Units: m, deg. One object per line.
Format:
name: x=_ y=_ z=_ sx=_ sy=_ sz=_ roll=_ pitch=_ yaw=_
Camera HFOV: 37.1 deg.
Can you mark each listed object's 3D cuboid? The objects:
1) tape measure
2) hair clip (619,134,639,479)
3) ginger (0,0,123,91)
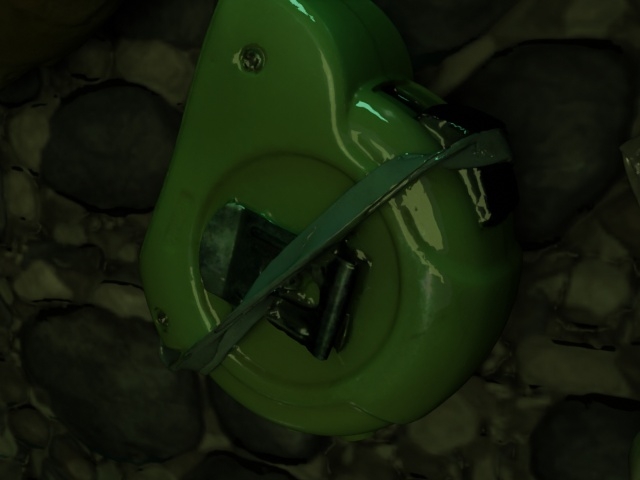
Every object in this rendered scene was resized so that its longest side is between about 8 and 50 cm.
tape measure: x=0.000 y=0.000 z=0.423 sx=0.175 sy=0.106 sz=0.200 roll=33 pitch=114 yaw=18
hair clip: x=0.192 y=0.050 z=0.375 sx=0.159 sy=0.071 sz=0.218 roll=-18 pitch=97 yaw=24
ginger: x=-0.125 y=-0.156 z=0.446 sx=0.263 sy=0.109 sz=0.116 roll=-22 pitch=74 yaw=25
